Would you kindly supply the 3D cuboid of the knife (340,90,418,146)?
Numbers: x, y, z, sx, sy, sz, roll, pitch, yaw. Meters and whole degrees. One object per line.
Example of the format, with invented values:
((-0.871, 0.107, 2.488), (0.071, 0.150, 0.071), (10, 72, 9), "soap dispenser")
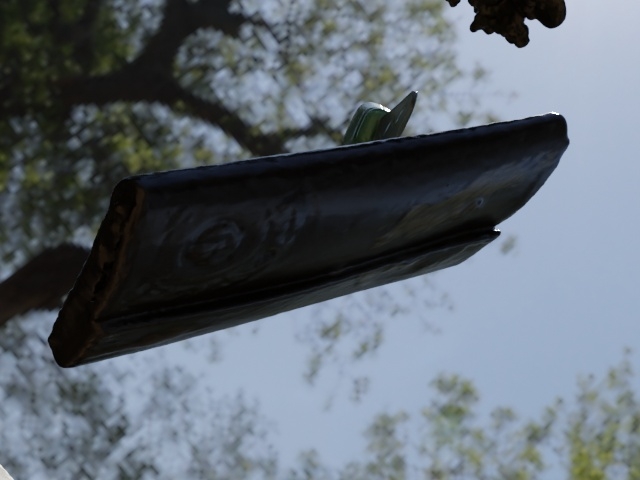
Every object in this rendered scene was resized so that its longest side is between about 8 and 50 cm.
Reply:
((0.039, -0.070, 1.090), (0.035, 0.063, 0.260), (23, 1, -3), "knife")

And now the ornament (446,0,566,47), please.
((0.102, -0.273, 1.154), (0.260, 0.106, 0.251), (52, -30, 9), "ornament")

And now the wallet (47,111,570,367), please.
((0.000, 0.000, 0.954), (0.044, 0.321, 0.170), (61, -38, 25), "wallet")

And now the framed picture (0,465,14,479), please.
((-0.131, 0.207, 0.292), (0.022, 0.335, 0.247), (33, -9, -22), "framed picture")
